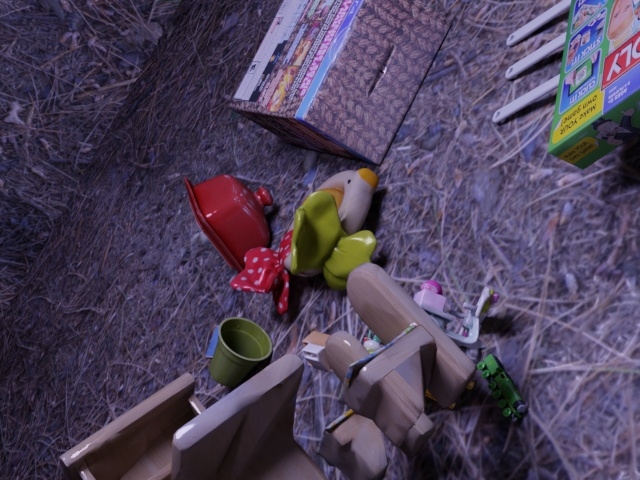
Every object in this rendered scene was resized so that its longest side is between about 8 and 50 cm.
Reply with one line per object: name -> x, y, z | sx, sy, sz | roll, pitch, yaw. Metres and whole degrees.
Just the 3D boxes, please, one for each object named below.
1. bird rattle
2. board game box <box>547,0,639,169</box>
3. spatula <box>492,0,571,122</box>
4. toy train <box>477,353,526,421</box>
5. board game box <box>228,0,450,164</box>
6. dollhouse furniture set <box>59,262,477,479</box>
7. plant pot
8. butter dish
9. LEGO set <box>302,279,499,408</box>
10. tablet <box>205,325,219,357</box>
bird rattle -> 0.000, 0.000, 1.193 | 0.207, 0.143, 0.253 | -62, 14, -24
board game box -> 0.312, -0.217, 0.724 | 0.317, 0.046, 0.213 | -43, 28, 61
spatula -> 0.276, -0.228, 0.969 | 0.242, 0.019, 0.168 | -27, 43, 56
toy train -> 0.177, 0.143, 0.847 | 0.024, 0.017, 0.083 | -42, 33, 13
board game box -> 0.018, -0.262, 1.316 | 0.232, 0.141, 0.291 | -63, 29, -2
dollhouse furniture set -> -0.113, 0.204, 0.821 | 0.362, 0.256, 0.394 | -33, -23, -28
plant pot -> -0.123, 0.168, 1.253 | 0.079, 0.083, 0.083 | -60, 26, 31
butter dish -> -0.130, -0.043, 1.394 | 0.118, 0.160, 0.160 | -34, 32, 2
LEGO set -> 0.097, 0.099, 0.918 | 0.107, 0.132, 0.287 | -61, 15, -23
tablet -> -0.153, 0.160, 1.369 | 0.083, 0.006, 0.054 | -8, 59, 56
